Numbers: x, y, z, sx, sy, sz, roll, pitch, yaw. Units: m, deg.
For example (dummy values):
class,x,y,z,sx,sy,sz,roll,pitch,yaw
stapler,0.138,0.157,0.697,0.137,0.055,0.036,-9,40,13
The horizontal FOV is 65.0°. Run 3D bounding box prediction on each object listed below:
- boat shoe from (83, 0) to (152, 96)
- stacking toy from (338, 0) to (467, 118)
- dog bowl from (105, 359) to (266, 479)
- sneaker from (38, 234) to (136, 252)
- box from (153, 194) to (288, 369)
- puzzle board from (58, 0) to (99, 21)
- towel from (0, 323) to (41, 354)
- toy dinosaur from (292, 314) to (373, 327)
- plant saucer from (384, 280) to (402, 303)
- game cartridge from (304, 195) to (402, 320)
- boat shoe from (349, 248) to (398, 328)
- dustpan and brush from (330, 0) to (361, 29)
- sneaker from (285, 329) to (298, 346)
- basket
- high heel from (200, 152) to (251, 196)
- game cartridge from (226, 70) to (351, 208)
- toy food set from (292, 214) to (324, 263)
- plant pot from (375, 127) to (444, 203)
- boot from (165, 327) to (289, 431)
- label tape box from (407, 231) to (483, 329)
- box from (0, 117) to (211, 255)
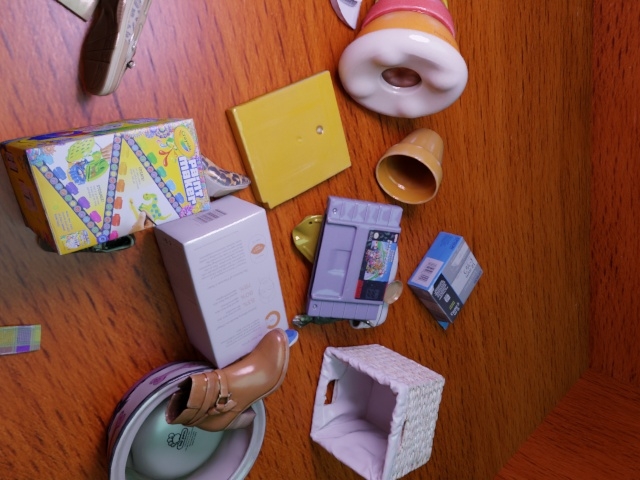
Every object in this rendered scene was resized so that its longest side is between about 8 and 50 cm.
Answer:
class,x,y,z,sx,sy,sz,roll,pitch,yaw
boat shoe,-0.396,-0.422,1.015,0.089,0.104,0.286,17,89,-58
stacking toy,0.259,-0.629,1.432,0.350,0.350,0.480,28,66,-41
dog bowl,-0.345,0.488,1.267,0.407,0.150,0.408,-12,110,-37
sneaker,-0.489,-0.005,1.067,0.188,0.071,0.066,-7,106,-39
box,-0.234,0.096,1.227,0.215,0.168,0.346,-26,122,-32
puzzle board,-0.490,-0.508,0.975,0.128,0.011,0.097,32,79,-41
towel,-0.629,0.205,1.045,0.083,0.009,0.060,1,100,-41
toy dinosaur,0.041,0.210,1.551,0.268,0.064,0.118,2,99,-16
plant saucer,0.227,0.162,1.594,0.083,0.015,0.084,-20,126,-31
game cartridge,0.098,0.059,1.453,0.230,0.068,0.355,8,106,-13
boat shoe,0.137,0.118,1.601,0.156,0.135,0.367,-10,117,-35
dustpan and brush,0.055,-0.680,1.355,0.211,0.060,0.148,8,96,-41
sneaker,-0.130,0.268,1.450,0.152,0.058,0.085,-13,118,-31
basket,0.184,0.533,1.607,0.266,0.331,0.329,2,100,-42
high heel,-0.276,-0.199,1.204,0.261,0.093,0.186,-14,86,-53
game cartridge,-0.073,-0.274,1.368,0.323,0.052,0.286,-31,119,-28
toy food set,0.000,0.000,1.492,0.128,0.071,0.218,-38,125,2
plant pot,0.306,-0.253,1.605,0.188,0.205,0.205,-57,131,-33
boot,-0.212,0.315,1.158,0.220,0.109,0.284,24,103,-44
label tape box,0.505,0.171,1.926,0.249,0.115,0.348,-54,127,-16
box,-0.411,-0.123,0.957,0.279,0.289,0.177,-22,114,-35
